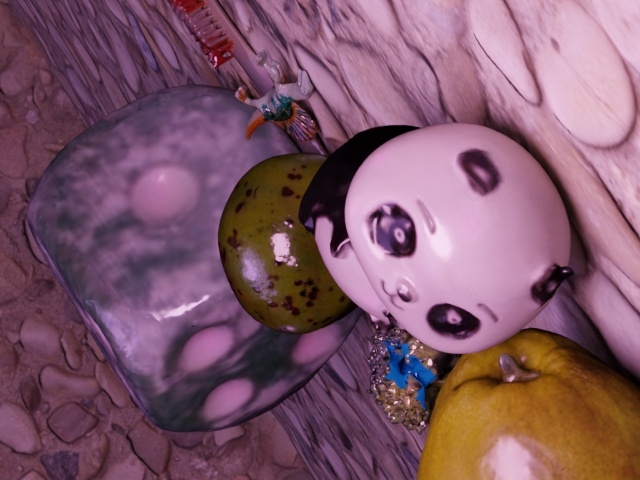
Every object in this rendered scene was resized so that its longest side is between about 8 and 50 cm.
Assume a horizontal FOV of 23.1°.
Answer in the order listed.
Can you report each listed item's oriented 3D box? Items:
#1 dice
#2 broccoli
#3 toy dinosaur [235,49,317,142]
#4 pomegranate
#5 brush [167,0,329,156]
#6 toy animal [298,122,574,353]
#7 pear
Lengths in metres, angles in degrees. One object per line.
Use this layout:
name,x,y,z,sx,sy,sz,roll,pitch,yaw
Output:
dice,-0.157,0.028,2.031,0.330,0.328,0.348,51,167,32
broccoli,0.127,0.138,1.691,0.160,0.167,0.154,24,-170,21
toy dinosaur,-0.045,-0.148,1.785,0.106,0.044,0.187,36,143,21
pomegranate,0.000,0.000,1.715,0.248,0.202,0.202,-3,122,44
brush,-0.093,-0.203,1.869,0.321,0.050,0.060,54,164,16
toy animal,0.098,-0.008,1.263,0.187,0.165,0.235,53,170,-17
pear,0.199,0.230,1.293,0.321,0.269,0.269,70,166,-16
